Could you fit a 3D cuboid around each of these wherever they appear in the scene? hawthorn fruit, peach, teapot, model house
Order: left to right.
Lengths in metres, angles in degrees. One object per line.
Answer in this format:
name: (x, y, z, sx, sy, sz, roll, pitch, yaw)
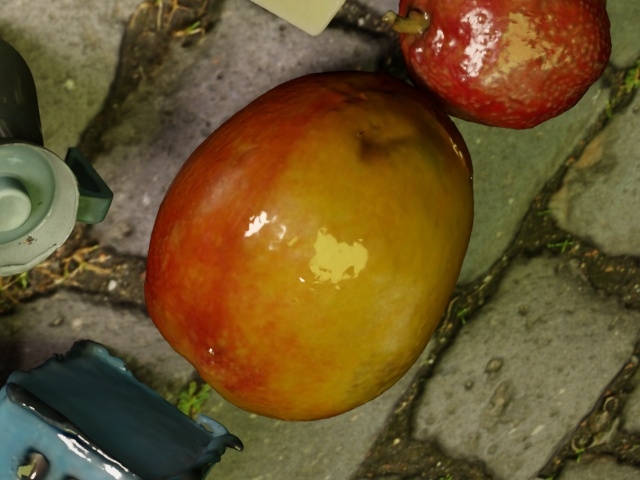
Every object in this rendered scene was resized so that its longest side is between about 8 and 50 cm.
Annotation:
teapot: (-0.299, -0.076, 1.696, 0.203, 0.225, 0.171, 9, 116, -33)
model house: (-0.264, 0.280, 1.908, 0.303, 0.215, 0.237, -56, 172, 15)
peach: (-0.001, -0.001, 1.874, 0.372, 0.290, 0.373, -15, 125, -23)
hawthorn fruit: (0.168, -0.216, 1.898, 0.253, 0.205, 0.205, 6, 117, -25)

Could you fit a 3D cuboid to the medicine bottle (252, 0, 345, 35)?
medicine bottle: (0.034, -0.390, 1.674, 0.235, 0.236, 0.406, 26, 104, -39)
